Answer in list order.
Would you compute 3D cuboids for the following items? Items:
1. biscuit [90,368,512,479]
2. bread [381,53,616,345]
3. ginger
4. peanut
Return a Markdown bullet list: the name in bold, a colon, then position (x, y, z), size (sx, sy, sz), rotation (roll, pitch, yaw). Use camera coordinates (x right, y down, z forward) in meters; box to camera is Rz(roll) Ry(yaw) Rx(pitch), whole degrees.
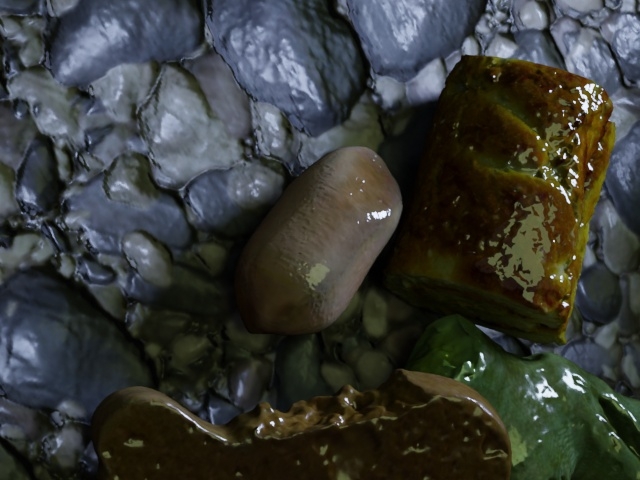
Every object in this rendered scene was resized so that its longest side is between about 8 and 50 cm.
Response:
- **biscuit**: position (0.010, 0.162, 0.979), size (0.319, 0.047, 0.183), rotation (13, 98, -18)
- **bread**: position (0.125, -0.031, 1.081), size (0.132, 0.103, 0.172), rotation (16, 72, 7)
- **ginger**: position (0.162, 0.150, 1.088), size (0.290, 0.089, 0.137), rotation (21, 51, -32)
- **peanut**: position (0.000, 0.000, 1.022), size (0.076, 0.076, 0.152), rotation (44, 63, -17)
